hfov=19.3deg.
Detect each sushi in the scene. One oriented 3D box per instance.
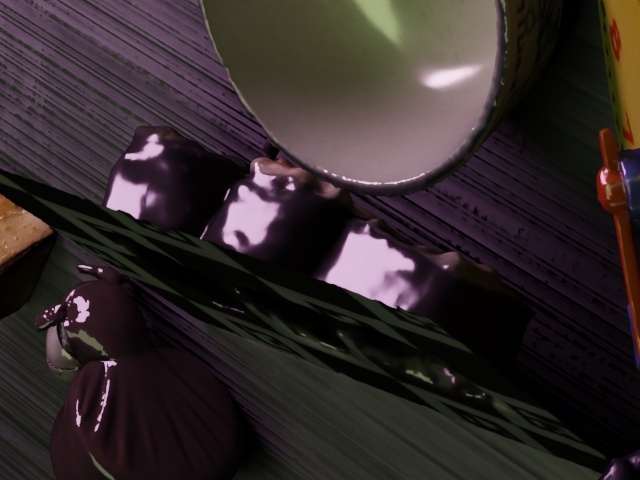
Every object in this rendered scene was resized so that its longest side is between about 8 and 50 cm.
[{"bbox_3d":[0.000,0.000,1.080,0.373,0.100,0.296,18,168,37],"label":"sushi"}]

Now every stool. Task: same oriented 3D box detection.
[{"bbox_3d":[-0.139,0.122,1.300,0.217,0.125,0.121,59,141,16],"label":"stool"}]

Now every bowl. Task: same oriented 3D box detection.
[{"bbox_3d":[0.044,-0.140,0.985,0.211,0.112,0.211,23,126,36],"label":"bowl"}]

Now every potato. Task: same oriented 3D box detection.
[{"bbox_3d":[-0.259,-0.002,1.390,0.103,0.066,0.096,47,133,18],"label":"potato"}]

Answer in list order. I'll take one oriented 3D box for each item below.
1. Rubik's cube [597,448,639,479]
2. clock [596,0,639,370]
[{"bbox_3d":[0.197,0.292,0.910,0.250,0.248,0.246,28,156,31],"label":"Rubik's cube"},{"bbox_3d":[0.154,-0.026,0.803,0.293,0.071,0.277,76,-178,-70],"label":"clock"}]
